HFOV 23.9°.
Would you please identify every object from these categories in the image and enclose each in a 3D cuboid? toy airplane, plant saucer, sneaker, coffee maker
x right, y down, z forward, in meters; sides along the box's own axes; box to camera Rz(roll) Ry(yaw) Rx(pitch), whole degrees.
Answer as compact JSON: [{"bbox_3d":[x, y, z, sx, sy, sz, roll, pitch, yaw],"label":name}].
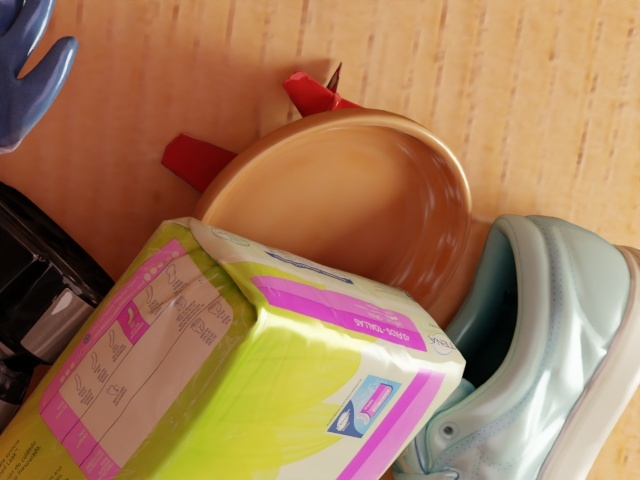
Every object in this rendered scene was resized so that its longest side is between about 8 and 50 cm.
[{"bbox_3d":[-0.018,-0.045,0.965,0.151,0.028,0.151,-5,108,-15],"label":"toy airplane"},{"bbox_3d":[0.000,0.000,0.955,0.200,0.037,0.200,-15,130,-18],"label":"plant saucer"},{"bbox_3d":[0.087,0.148,1.012,0.150,0.135,0.366,26,87,-22],"label":"sneaker"},{"bbox_3d":[-0.230,0.048,0.880,0.171,0.120,0.178,39,92,-23],"label":"coffee maker"}]

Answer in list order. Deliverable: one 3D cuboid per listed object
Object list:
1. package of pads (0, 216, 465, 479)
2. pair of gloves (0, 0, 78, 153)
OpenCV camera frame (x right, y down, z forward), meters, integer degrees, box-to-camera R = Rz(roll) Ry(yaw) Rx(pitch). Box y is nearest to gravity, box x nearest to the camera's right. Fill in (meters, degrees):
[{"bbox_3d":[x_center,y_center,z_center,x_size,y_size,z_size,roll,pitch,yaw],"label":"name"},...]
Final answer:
[{"bbox_3d":[-0.081,0.138,0.895,0.296,0.101,0.229,-52,144,14],"label":"package of pads"},{"bbox_3d":[-0.237,-0.103,0.832,0.198,0.023,0.159,20,89,8],"label":"pair of gloves"}]
